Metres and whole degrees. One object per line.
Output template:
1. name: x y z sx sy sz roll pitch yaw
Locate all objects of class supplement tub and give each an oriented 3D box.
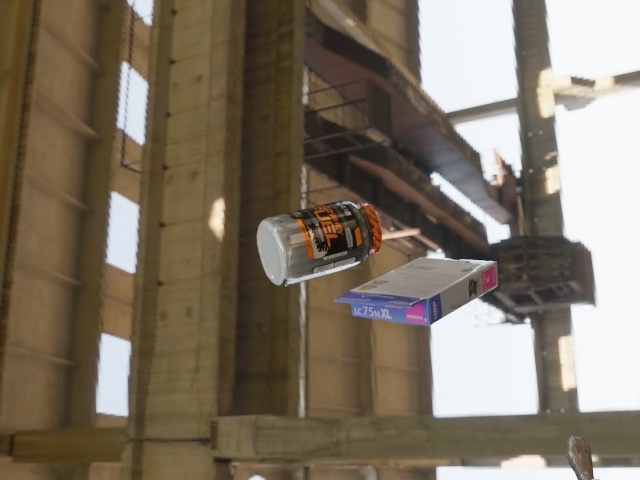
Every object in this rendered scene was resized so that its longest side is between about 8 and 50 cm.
1. supplement tub: 0.000 0.000 1.380 0.190 0.117 0.117 -15 -83 -24

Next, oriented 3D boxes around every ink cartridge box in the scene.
1. ink cartridge box: 0.192 0.100 1.615 0.311 0.185 0.065 -18 -74 -48

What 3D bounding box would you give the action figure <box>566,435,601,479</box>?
1. action figure: 0.273 0.273 0.683 0.330 0.341 0.179 -163 61 -75
